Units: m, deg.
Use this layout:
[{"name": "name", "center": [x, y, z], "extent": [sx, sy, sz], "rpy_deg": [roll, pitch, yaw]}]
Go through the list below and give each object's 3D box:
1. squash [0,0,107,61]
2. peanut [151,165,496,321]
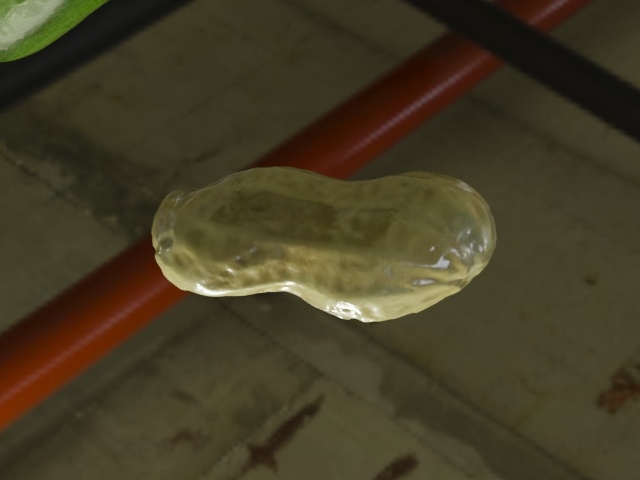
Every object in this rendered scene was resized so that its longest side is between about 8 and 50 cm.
[{"name": "squash", "center": [-0.106, -0.179, 0.708], "extent": [0.101, 0.378, 0.101], "rpy_deg": [10, -109, -31]}, {"name": "peanut", "center": [0.000, 0.000, 1.183], "extent": [0.290, 0.130, 0.130], "rpy_deg": [5, -137, 13]}]
